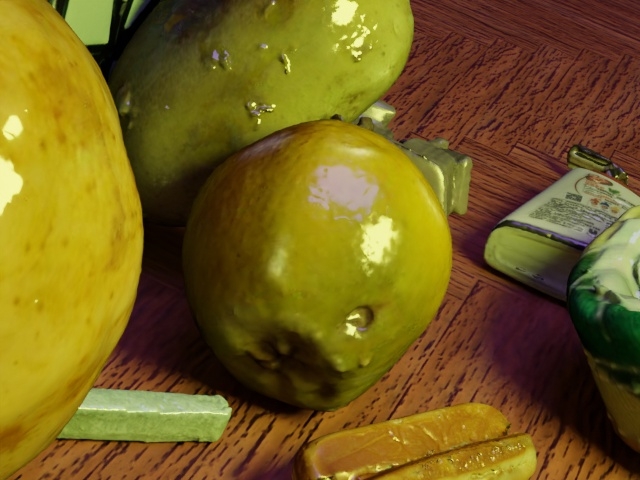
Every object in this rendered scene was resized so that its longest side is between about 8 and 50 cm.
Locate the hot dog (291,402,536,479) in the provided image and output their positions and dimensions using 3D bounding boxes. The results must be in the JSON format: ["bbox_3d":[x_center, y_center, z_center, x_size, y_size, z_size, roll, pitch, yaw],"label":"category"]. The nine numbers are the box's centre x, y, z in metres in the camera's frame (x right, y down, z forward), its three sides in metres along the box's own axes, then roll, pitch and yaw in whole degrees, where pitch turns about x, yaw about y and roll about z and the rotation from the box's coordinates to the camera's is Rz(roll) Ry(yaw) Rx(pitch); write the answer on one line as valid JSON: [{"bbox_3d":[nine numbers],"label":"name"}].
[{"bbox_3d":[0.064,0.167,1.168,0.236,0.062,0.092,-5,37,-43],"label":"hot dog"}]

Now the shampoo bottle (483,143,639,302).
[{"bbox_3d":[0.266,-0.022,1.634,0.153,0.071,0.284,22,25,9],"label":"shampoo bottle"}]

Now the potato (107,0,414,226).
[{"bbox_3d":[-0.064,-0.141,1.361,0.210,0.307,0.173,37,-12,45],"label":"potato"}]

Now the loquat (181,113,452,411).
[{"bbox_3d":[0.000,0.000,1.248,0.213,0.213,0.246,18,53,-4],"label":"loquat"}]

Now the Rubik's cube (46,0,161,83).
[{"bbox_3d":[-0.296,-0.204,1.361,0.283,0.293,0.288,26,26,6],"label":"Rubik's cube"}]

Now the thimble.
[{"bbox_3d":[0.341,0.058,1.336,0.254,0.167,0.288,-16,23,22],"label":"thimble"}]

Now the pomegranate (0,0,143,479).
[{"bbox_3d":[-0.307,-0.001,0.922,0.410,0.410,0.410,16,28,-9],"label":"pomegranate"}]

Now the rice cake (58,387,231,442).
[{"bbox_3d":[-0.144,0.122,1.142,0.171,0.033,0.029,5,35,-28],"label":"rice cake"}]

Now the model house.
[{"bbox_3d":[0.029,-0.069,1.511,0.229,0.122,0.188,24,23,2],"label":"model house"}]
